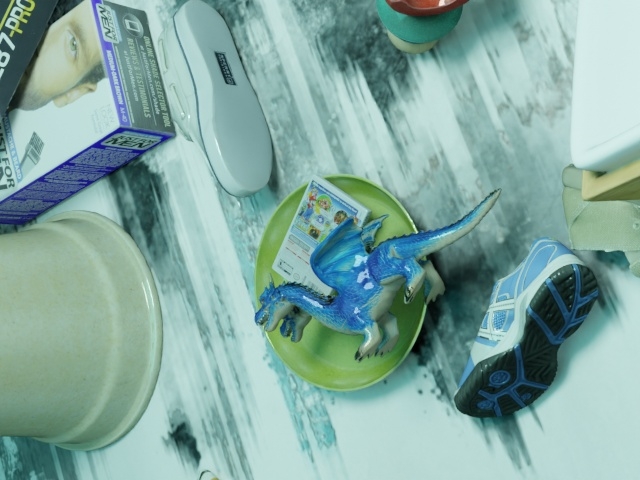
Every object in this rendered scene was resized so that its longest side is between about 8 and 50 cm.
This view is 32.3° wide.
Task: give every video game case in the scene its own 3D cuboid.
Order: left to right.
[{"bbox_3d":[0.000,0.000,1.226,0.087,0.011,0.122,36,111,33],"label":"video game case"}]

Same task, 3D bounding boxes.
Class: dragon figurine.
[{"bbox_3d":[0.046,0.024,1.134,0.144,0.085,0.289,47,116,21],"label":"dragon figurine"}]

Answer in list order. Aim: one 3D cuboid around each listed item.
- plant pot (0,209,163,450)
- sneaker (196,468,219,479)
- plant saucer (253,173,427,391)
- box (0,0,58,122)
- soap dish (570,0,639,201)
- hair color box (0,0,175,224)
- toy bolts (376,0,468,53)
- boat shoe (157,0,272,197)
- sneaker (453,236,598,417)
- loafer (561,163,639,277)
[{"bbox_3d":[-0.429,0.122,1.416,0.334,0.305,0.333,-1,89,38],"label":"plant pot"},{"bbox_3d":[-0.150,0.322,1.375,0.037,0.032,0.083,41,109,46],"label":"sneaker"},{"bbox_3d":[0.027,0.046,1.235,0.241,0.037,0.240,0,90,38],"label":"plant saucer"},{"bbox_3d":[-0.506,-0.327,1.533,0.395,0.097,0.318,32,97,46],"label":"box"},{"bbox_3d":[0.316,-0.184,0.883,0.229,0.118,0.290,-30,43,53],"label":"soap dish"},{"bbox_3d":[-0.362,-0.164,1.495,0.339,0.110,0.185,-25,73,33],"label":"hair color box"},{"bbox_3d":[0.121,-0.307,1.141,0.218,0.158,0.228,-1,76,-2],"label":"toy bolts"},{"bbox_3d":[-0.138,-0.160,1.331,0.088,0.096,0.267,-35,68,36],"label":"boat shoe"},{"bbox_3d":[0.197,0.090,1.092,0.211,0.080,0.081,-59,26,27],"label":"sneaker"},{"bbox_3d":[0.326,-0.002,0.972,0.268,0.102,0.092,24,114,48],"label":"loafer"}]
